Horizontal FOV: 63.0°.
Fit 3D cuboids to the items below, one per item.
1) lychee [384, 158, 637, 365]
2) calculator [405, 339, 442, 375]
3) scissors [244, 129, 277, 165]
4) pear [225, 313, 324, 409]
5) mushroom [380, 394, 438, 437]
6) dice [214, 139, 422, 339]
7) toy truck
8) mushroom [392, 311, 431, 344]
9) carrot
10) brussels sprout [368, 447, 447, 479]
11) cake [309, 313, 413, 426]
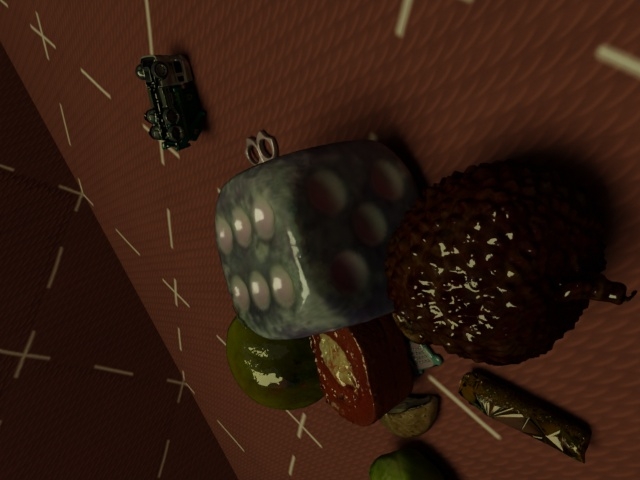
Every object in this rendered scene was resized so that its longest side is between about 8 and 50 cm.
[{"bbox_3d":[0.224,0.028,0.658,0.300,0.264,0.264,12,126,44],"label":"lychee"},{"bbox_3d":[0.191,0.239,1.084,0.094,0.019,0.141,53,146,1],"label":"calculator"},{"bbox_3d":[-0.101,-0.136,1.149,0.110,0.021,0.212,-13,106,51],"label":"scissors"},{"bbox_3d":[-0.095,0.265,1.259,0.321,0.269,0.269,6,122,36],"label":"pear"},{"bbox_3d":[0.190,0.390,1.160,0.094,0.072,0.210,53,147,-9],"label":"mushroom"},{"bbox_3d":[0.000,0.000,0.867,0.270,0.271,0.270,-17,88,55],"label":"dice"},{"bbox_3d":[-0.343,-0.326,1.227,0.110,0.116,0.215,13,119,45],"label":"toy truck"},{"bbox_3d":[0.169,0.121,0.965,0.171,0.080,0.135,18,116,46],"label":"mushroom"},{"bbox_3d":[0.347,0.297,0.900,0.229,0.069,0.068,22,132,40],"label":"carrot"},{"bbox_3d":[0.205,0.585,1.215,0.223,0.161,0.223,23,130,31],"label":"brussels sprout"},{"bbox_3d":[0.087,0.240,1.082,0.177,0.151,0.282,8,111,46],"label":"cake"}]
